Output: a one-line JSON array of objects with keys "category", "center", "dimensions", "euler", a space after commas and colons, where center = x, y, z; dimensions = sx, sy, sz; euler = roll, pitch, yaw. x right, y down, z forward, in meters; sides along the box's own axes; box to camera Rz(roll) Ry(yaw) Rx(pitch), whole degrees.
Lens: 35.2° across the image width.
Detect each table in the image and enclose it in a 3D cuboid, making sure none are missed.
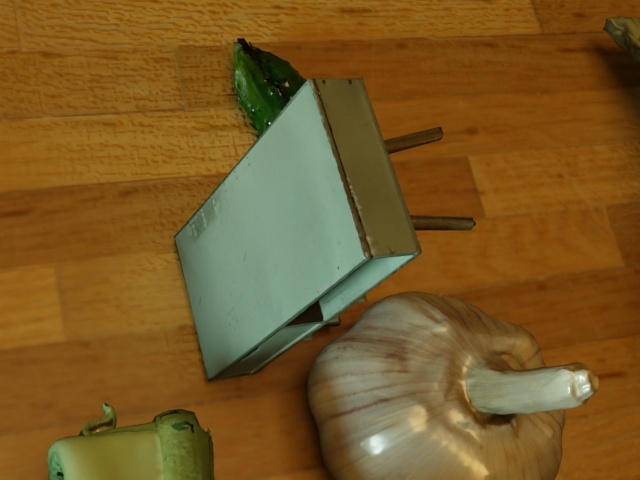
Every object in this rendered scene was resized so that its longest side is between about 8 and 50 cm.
[{"category": "table", "center": [0.000, 0.000, 0.706], "dimensions": [0.111, 0.240, 0.121], "euler": [-5, 69, -32]}]

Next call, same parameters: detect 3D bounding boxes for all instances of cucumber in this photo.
[{"category": "cucumber", "center": [-0.006, -0.080, 0.837], "dimensions": [0.069, 0.069, 0.227], "euler": [-30, 75, -27]}]

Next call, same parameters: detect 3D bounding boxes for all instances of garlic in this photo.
[{"category": "garlic", "center": [0.103, 0.115, 0.695], "dimensions": [0.199, 0.226, 0.199], "euler": [8, 68, -20]}]

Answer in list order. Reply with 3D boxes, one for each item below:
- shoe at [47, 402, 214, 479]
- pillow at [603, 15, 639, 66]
[{"category": "shoe", "center": [-0.119, 0.228, 0.606], "dimensions": [0.128, 0.140, 0.262], "euler": [1, 58, 1]}, {"category": "pillow", "center": [0.446, -0.130, 0.939], "dimensions": [0.274, 0.076, 0.280], "euler": [-1, 34, -25]}]
